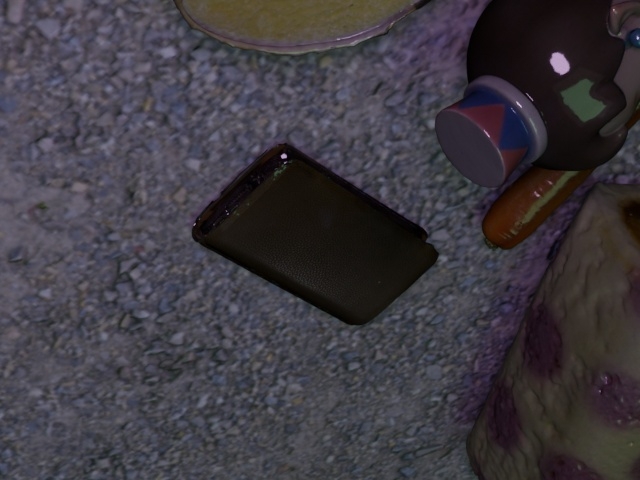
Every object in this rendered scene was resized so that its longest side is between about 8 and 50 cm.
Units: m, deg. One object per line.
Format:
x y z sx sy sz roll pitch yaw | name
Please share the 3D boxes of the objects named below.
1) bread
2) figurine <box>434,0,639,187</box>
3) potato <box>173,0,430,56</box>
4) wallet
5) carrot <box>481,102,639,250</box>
0.254 0.127 1.303 0.155 0.187 0.338 -4 134 -27 | bread
0.206 -0.128 1.048 0.275 0.158 0.161 -22 177 -4 | figurine
-0.007 -0.204 0.938 0.200 0.081 0.164 -11 144 -10 | potato
0.000 0.000 1.178 0.110 0.031 0.198 -42 134 18 | wallet
0.220 -0.081 1.189 0.043 0.043 0.248 26 117 -40 | carrot
